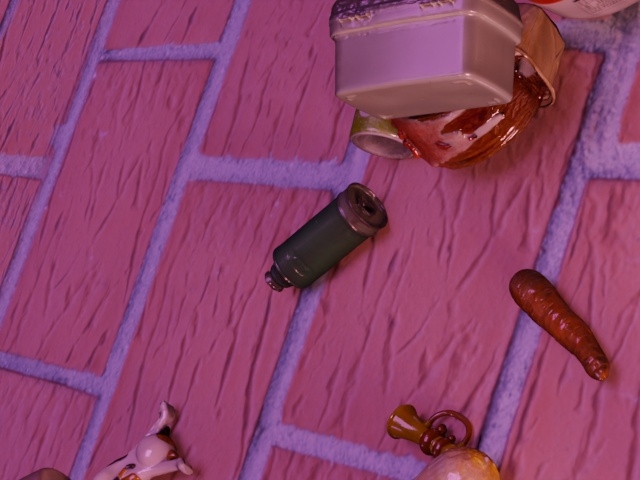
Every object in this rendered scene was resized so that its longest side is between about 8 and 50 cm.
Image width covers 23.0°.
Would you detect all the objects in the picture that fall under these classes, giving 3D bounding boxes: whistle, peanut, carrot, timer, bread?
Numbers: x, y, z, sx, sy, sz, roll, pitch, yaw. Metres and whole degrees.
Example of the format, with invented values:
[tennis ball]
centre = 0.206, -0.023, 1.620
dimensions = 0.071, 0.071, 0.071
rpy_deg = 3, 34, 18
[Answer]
[whistle]
centre = 0.136, 0.228, 1.847
dimensions = 0.109, 0.057, 0.046
rpy_deg = 23, 132, 44
[peanut]
centre = 0.117, 0.306, 1.773
dimensions = 0.206, 0.087, 0.087
rpy_deg = -41, 43, 26
[carrot]
centre = 0.270, 0.096, 1.754
dimensions = 0.047, 0.047, 0.191
rpy_deg = -52, 43, 15
[timer]
centre = -0.301, 0.350, 2.208
dimensions = 0.266, 0.175, 0.175
rpy_deg = -36, 43, 8
[bread]
centre = 0.186, -0.191, 1.946
dimensions = 0.224, 0.142, 0.212
rpy_deg = 11, 64, 49

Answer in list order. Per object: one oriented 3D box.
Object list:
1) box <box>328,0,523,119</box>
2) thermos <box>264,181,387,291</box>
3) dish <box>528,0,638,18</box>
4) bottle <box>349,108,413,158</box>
[box]
centre = 0.120, -0.221, 1.814
dimensions = 0.210, 0.148, 0.129
rpy_deg = -4, 76, 34
[thermos]
centre = -0.002, 0.001, 2.097
dimensions = 0.187, 0.073, 0.083
rpy_deg = -39, 45, 29
[dish]
centre = 0.348, -0.372, 1.869
dimensions = 0.256, 0.117, 0.256
rpy_deg = -26, 52, 39
[bottle]
centre = 0.118, -0.277, 2.101
dimensions = 0.093, 0.093, 0.330
rpy_deg = -5, 66, 48
